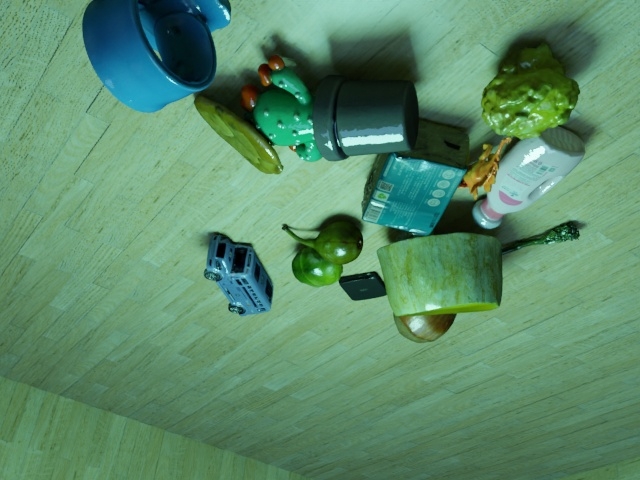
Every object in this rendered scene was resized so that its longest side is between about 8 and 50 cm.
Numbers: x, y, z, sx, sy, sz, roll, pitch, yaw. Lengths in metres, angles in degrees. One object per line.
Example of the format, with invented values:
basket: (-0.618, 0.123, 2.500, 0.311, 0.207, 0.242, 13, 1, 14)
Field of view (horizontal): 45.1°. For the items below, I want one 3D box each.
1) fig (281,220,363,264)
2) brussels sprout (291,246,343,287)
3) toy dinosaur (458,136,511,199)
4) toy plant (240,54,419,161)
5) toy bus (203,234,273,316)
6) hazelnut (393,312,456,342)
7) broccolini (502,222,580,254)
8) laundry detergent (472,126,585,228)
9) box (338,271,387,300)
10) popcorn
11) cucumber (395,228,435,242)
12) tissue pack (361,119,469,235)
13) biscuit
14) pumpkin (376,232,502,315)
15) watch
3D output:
fig: (0.000, 0.000, 2.108, 0.236, 0.124, 0.124, 8, 146, 19)
brussels sprout: (-0.006, 0.072, 2.196, 0.155, 0.117, 0.155, -4, 172, -1)
toy dinosaur: (0.369, -0.155, 1.775, 0.070, 0.117, 0.288, 20, 167, -10)
toy plant: (0.008, -0.262, 1.680, 0.400, 0.185, 0.279, 2, 166, 20)
toy bus: (-0.236, 0.104, 2.270, 0.133, 0.125, 0.292, -6, 144, 14)
hazelnut: (0.313, 0.208, 2.294, 0.214, 0.176, 0.214, -29, 157, -14)
broccolini: (0.575, 0.003, 2.066, 0.239, 0.054, 0.051, -17, 103, 34)
laundry detergent: (0.478, -0.142, 1.843, 0.159, 0.088, 0.335, 16, 145, -14)
box: (0.133, 0.141, 2.350, 0.126, 0.027, 0.125, -11, 143, 22)
popcorn: (0.424, -0.297, 1.587, 0.197, 0.155, 0.197, -12, 153, -6)
cucumber: (0.254, -0.012, 2.088, 0.064, 0.064, 0.112, 27, 142, -26)
tissue pack: (0.220, -0.151, 1.830, 0.192, 0.134, 0.271, 12, 145, -8)
biscuit: (-0.189, -0.240, 1.769, 0.260, 0.041, 0.203, 40, 171, -3)
pumpkin: (0.317, 0.109, 2.039, 0.332, 0.199, 0.332, 2, 166, 0)
watch: (-0.330, -0.408, 1.443, 0.241, 0.274, 0.305, -18, 143, 31)
